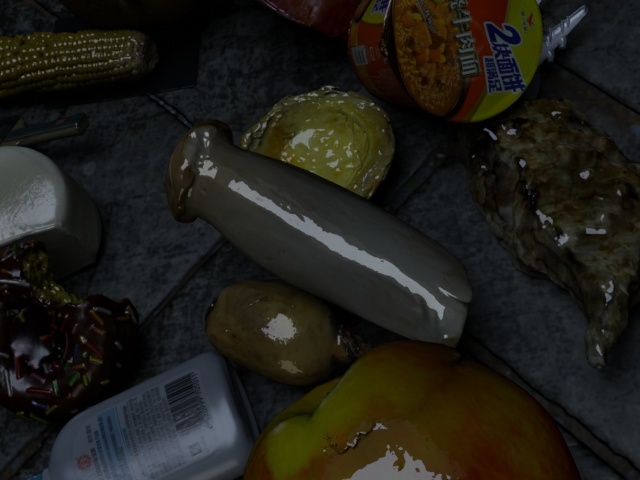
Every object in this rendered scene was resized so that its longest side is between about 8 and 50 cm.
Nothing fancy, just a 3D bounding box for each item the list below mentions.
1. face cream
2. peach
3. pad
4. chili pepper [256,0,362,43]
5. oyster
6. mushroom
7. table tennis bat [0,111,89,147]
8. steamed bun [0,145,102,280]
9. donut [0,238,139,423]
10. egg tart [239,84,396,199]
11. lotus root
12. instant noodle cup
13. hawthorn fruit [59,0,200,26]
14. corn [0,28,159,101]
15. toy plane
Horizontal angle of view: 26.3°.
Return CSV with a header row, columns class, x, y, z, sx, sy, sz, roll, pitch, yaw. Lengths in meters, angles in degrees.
class,x,y,z,sx,sy,sz,roll,pitch,yaw
face cream,-0.241,0.266,1.641,0.336,0.080,0.163,-27,59,6
peach,0.098,0.292,1.369,0.369,0.370,0.370,-9,62,16
pad,-0.286,-0.274,1.979,0.243,0.004,0.164,-7,63,18
chili pepper,0.029,-0.407,1.832,0.251,0.229,0.305,39,95,2
oyster,0.304,-0.044,1.585,0.204,0.111,0.396,-30,54,0
mushroom,0.006,0.000,1.590,0.407,0.154,0.138,32,111,15
table tennis bat,-0.460,-0.132,1.915,0.301,0.022,0.173,-10,32,22
steamed bun,-0.426,-0.026,1.821,0.241,0.146,0.164,-20,62,10
donut,-0.350,0.121,1.696,0.230,0.096,0.216,42,104,5
egg tart,-0.003,-0.096,1.733,0.212,0.090,0.213,-7,64,15
lotus root,-0.035,0.110,1.621,0.220,0.118,0.125,14,61,21
instant noodle cup,0.137,-0.247,1.672,0.213,0.213,0.174,-54,21,-11
hawthorn fruit,-0.262,-0.448,1.907,0.267,0.268,0.301,-14,32,13
corn,-0.387,-0.252,1.952,0.319,0.097,0.097,-4,63,17
toy plane,0.258,-0.249,1.731,0.162,0.065,0.171,-12,55,28
